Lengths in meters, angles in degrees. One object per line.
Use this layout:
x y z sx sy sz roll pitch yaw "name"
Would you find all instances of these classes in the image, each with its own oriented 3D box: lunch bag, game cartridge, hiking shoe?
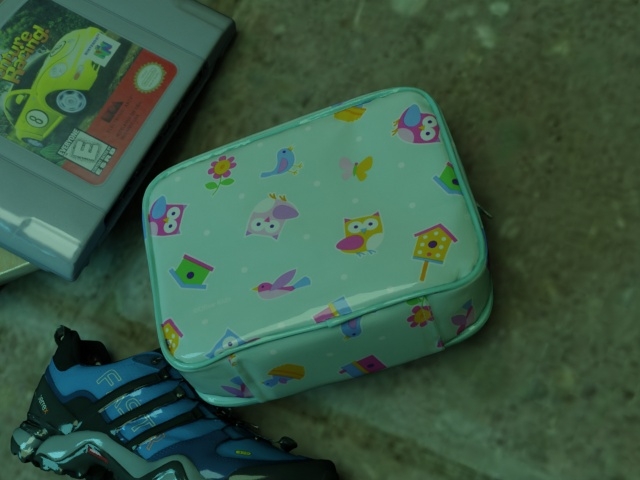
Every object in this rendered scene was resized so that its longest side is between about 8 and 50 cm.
0.000 0.000 1.011 0.279 0.108 0.224 -18 55 5 "lunch bag"
-0.230 -0.128 1.116 0.196 0.060 0.294 26 68 8 "game cartridge"
-0.122 0.152 1.037 0.304 0.113 0.132 9 77 21 "hiking shoe"

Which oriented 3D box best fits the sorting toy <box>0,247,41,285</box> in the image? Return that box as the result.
-0.371 -0.050 1.201 0.255 0.089 0.257 -20 69 15 "sorting toy"
